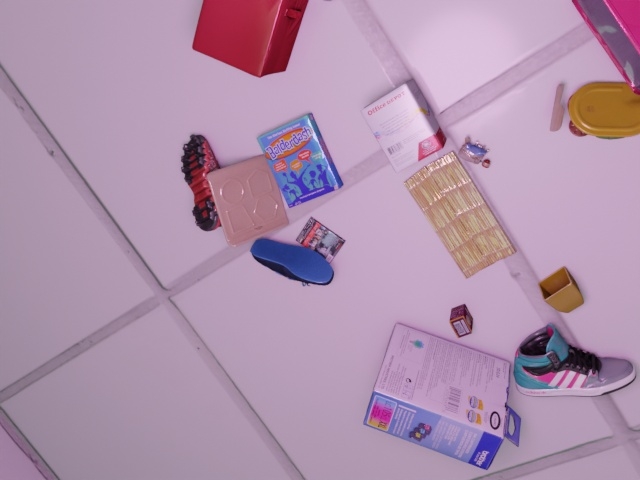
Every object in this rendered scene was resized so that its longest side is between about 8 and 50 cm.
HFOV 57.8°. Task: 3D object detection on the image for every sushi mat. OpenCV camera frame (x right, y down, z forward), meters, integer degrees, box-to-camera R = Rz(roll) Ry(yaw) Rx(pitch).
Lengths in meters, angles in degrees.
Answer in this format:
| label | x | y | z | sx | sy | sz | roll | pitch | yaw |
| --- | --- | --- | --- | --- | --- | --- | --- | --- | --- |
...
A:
| label | x | y | z | sx | sy | sz | roll | pitch | yaw |
| --- | --- | --- | --- | --- | --- | --- | --- | --- | --- |
| sushi mat | 0.357 | -0.062 | 1.492 | 0.151 | 0.019 | 0.316 | -31 | 99 | 26 |

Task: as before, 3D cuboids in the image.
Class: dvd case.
| label | x | y | z | sx | sy | sz | roll | pitch | yaw |
| --- | --- | --- | --- | --- | --- | --- | --- | --- | --- |
| dvd case | 0.000 | 0.000 | 1.628 | 0.119 | 0.013 | 0.087 | 35 | 116 | 3 |

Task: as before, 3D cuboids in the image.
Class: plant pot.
| label | x | y | z | sx | sy | sz | roll | pitch | yaw |
| --- | --- | --- | --- | --- | --- | --- | --- | --- | --- |
| plant pot | 0.613 | 0.133 | 1.458 | 0.083 | 0.081 | 0.081 | 42 | 116 | -14 |

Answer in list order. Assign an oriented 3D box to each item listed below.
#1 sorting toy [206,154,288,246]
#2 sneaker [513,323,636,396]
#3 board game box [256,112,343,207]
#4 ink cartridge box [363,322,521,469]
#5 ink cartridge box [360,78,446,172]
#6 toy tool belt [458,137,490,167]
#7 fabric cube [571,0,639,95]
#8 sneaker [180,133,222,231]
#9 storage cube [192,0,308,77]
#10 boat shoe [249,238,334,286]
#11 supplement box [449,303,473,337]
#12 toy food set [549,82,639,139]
| label | x | y | z | sx | sy | sz | roll | pitch | yaw |
| --- | --- | --- | --- | --- | --- | --- | --- | --- | --- |
| sorting toy | -0.196 | -0.109 | 1.572 | 0.038 | 0.193 | 0.208 | 6 | 116 | 58 |
| sneaker | 0.639 | 0.298 | 1.494 | 0.295 | 0.124 | 0.178 | -12 | 116 | 22 |
| board game box | -0.054 | -0.210 | 1.545 | 0.160 | 0.047 | 0.210 | -20 | 102 | 23 |
| ink cartridge box | 0.343 | 0.414 | 1.532 | 0.395 | 0.270 | 0.151 | 17 | 127 | 11 |
| ink cartridge box | 0.202 | -0.278 | 1.395 | 0.128 | 0.127 | 0.176 | -27 | 101 | 25 |
| toy tool belt | 0.381 | -0.214 | 1.409 | 0.083 | 0.052 | 0.051 | 25 | 124 | 6 |
| fabric cube | 0.680 | -0.444 | 1.093 | 0.258 | 0.259 | 0.254 | -35 | 99 | 22 |
| sneaker | -0.303 | -0.160 | 1.616 | 0.097 | 0.135 | 0.276 | -21 | 80 | 35 |
| storage cube | -0.163 | -0.519 | 1.384 | 0.215 | 0.183 | 0.193 | 25 | 116 | 6 |
| boat shoe | -0.072 | 0.062 | 1.636 | 0.258 | 0.109 | 0.089 | 26 | 157 | 24 |
| supplement box | 0.378 | 0.216 | 1.556 | 0.043 | 0.083 | 0.055 | -26 | 101 | 23 |
| toy food set | 0.622 | -0.283 | 1.304 | 0.218 | 0.071 | 0.128 | 5 | 78 | 8 |
